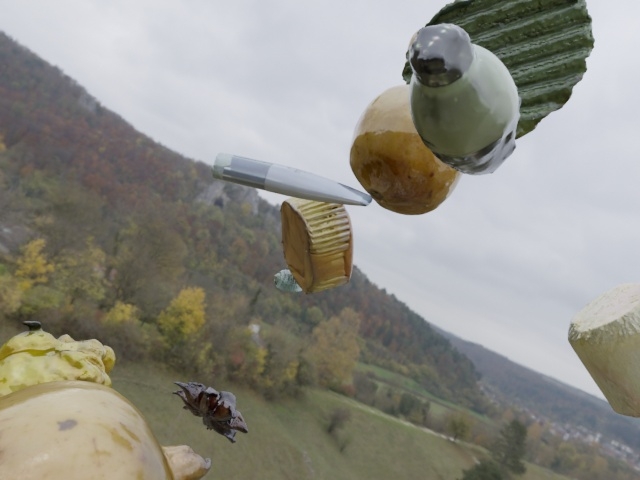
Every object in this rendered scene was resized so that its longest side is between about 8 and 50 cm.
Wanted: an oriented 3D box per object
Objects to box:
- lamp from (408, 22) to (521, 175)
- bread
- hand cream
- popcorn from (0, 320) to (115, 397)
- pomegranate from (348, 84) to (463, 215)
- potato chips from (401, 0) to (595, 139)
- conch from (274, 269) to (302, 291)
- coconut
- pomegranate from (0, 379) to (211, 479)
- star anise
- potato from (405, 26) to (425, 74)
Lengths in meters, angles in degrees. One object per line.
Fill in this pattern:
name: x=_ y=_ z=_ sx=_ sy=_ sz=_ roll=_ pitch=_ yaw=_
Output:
lamp: x=0.144 y=-0.123 z=0.499 sx=0.101 sy=0.101 sz=0.250 roll=23 pitch=-5 yaw=31
bread: x=0.000 y=0.000 z=1.335 sx=0.204 sy=0.156 sz=0.288 roll=50 pitch=-29 yaw=47
hand cream: x=-0.044 y=-0.090 z=0.793 sx=0.255 sy=0.048 sz=0.079 roll=16 pitch=14 yaw=11
popcorn: x=-0.636 y=0.317 z=1.159 sx=0.297 sy=0.281 sz=0.316 roll=-7 pitch=8 yaw=-16
pomegranate: x=0.157 y=-0.163 z=0.917 sx=0.233 sy=0.233 sz=0.233 roll=26 pitch=-4 yaw=2
potato chips: x=0.407 y=-0.404 z=1.161 sx=0.428 sy=0.359 sz=0.070 roll=-14 pitch=-5 yaw=14
conch: x=-0.091 y=0.115 z=1.450 sx=0.085 sy=0.057 sz=0.076 roll=4 pitch=22 yaw=-14
coconut: x=0.608 y=0.209 z=0.919 sx=0.244 sy=0.239 sz=0.239 roll=52 pitch=-2 yaw=6
pomegranate: x=-0.286 y=0.313 z=0.563 sx=0.342 sy=0.343 sz=0.342 roll=26 pitch=-4 yaw=2
star anise: x=-0.315 y=0.482 z=1.491 sx=0.271 sy=0.102 sz=0.272 roll=21 pitch=-43 yaw=20
potato: x=0.311 y=-0.535 z=1.492 sx=0.109 sy=0.178 sz=0.118 roll=-12 pitch=22 yaw=-38
